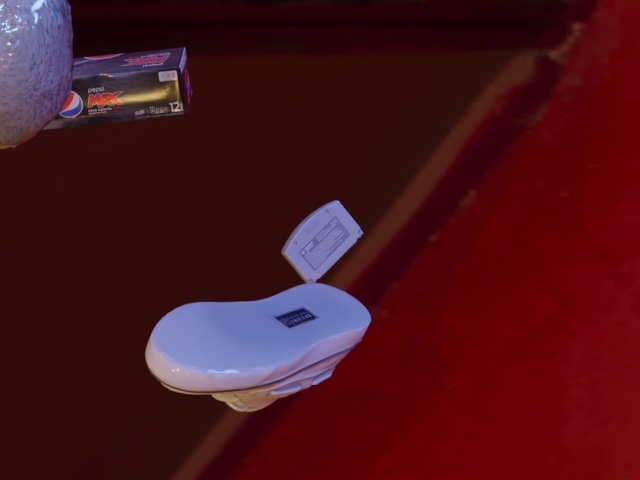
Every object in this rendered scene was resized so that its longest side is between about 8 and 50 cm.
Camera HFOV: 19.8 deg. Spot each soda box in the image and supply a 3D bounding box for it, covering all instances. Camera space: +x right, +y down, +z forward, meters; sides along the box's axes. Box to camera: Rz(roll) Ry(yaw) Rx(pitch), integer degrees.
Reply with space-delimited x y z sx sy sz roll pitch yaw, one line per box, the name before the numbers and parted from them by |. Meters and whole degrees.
soda box | -0.213 -0.148 1.794 0.169 0.060 0.053 -5 116 4

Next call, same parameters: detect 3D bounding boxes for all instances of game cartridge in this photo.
game cartridge | 0.000 0.000 1.916 0.056 0.083 0.017 53 162 -22

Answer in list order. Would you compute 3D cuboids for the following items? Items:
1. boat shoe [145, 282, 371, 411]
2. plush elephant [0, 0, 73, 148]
boat shoe | -0.053 0.101 1.506 0.095 0.258 0.084 40 118 29
plush elephant | -0.263 -0.220 0.799 0.330 0.255 0.271 -123 33 -50
